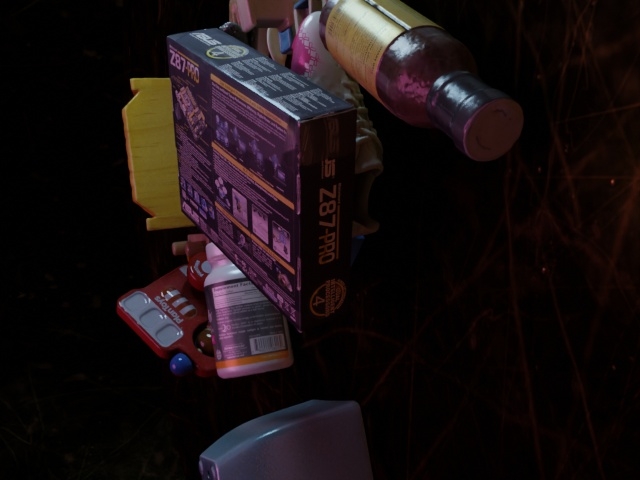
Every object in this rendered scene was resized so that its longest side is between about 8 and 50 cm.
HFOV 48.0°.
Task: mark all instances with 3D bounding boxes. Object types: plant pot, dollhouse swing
[{"bbox_3d":[-0.069,0.426,1.249,0.247,0.253,0.247,151,110,-66],"label":"plant pot"},{"bbox_3d":[-0.371,-0.204,1.804,0.305,0.315,0.346,-2,95,57],"label":"dollhouse swing"}]

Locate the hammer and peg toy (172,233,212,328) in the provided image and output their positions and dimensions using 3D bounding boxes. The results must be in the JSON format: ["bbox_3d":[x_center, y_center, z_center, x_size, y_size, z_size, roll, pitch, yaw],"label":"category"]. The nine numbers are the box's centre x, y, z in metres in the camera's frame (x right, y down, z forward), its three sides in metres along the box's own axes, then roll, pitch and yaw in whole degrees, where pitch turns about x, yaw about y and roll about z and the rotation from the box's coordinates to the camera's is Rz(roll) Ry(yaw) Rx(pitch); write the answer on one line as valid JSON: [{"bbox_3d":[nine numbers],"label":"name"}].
[{"bbox_3d":[-0.305,0.160,1.919,0.266,0.128,0.360,-178,82,-68],"label":"hammer and peg toy"}]

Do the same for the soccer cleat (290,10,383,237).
[{"bbox_3d":[0.037,-0.162,1.036,0.143,0.116,0.330,9,106,47],"label":"soccer cleat"}]

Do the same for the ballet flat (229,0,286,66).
[{"bbox_3d":[-0.115,-0.312,1.373,0.124,0.116,0.342,25,117,43],"label":"ballet flat"}]

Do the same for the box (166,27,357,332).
[{"bbox_3d":[-0.099,-0.102,1.049,0.395,0.097,0.318,39,140,45],"label":"box"}]

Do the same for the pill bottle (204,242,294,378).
[{"bbox_3d":[-0.154,0.137,1.494,0.162,0.162,0.278,150,112,-66],"label":"pill bottle"}]

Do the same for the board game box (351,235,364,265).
[{"bbox_3d":[0.000,0.000,1.225,0.210,0.047,0.160,113,143,-50],"label":"board game box"}]

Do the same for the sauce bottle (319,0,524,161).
[{"bbox_3d":[0.104,-0.198,0.825,0.344,0.112,0.111,-122,33,-49],"label":"sauce bottle"}]

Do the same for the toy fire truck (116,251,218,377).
[{"bbox_3d":[-0.279,0.190,1.634,0.302,0.254,0.169,43,140,15],"label":"toy fire truck"}]

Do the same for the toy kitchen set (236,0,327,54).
[{"bbox_3d":[-0.073,-0.376,1.137,0.207,0.166,0.122,-176,80,-68],"label":"toy kitchen set"}]

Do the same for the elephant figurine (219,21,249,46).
[{"bbox_3d":[-0.086,-0.220,1.203,0.239,0.186,0.169,115,159,-66],"label":"elephant figurine"}]
